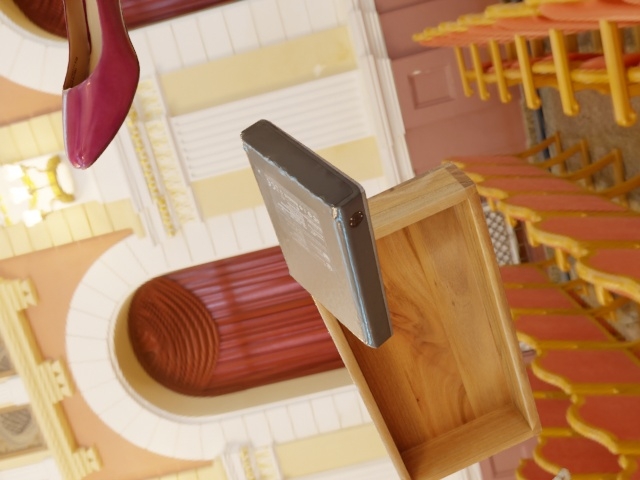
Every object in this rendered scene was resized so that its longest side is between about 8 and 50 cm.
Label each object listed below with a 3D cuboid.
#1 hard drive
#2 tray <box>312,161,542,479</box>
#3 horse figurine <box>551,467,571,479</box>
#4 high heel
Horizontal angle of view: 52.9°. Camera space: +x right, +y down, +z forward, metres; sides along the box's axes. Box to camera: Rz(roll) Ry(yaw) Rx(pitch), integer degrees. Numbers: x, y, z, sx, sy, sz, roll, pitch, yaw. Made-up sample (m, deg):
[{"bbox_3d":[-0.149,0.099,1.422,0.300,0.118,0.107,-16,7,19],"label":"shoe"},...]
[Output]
[{"bbox_3d":[0.000,0.000,0.397,0.094,0.022,0.135,39,157,37],"label":"hard drive"},{"bbox_3d":[0.131,0.126,0.791,0.076,0.203,0.410,-116,2,-59],"label":"tray"},{"bbox_3d":[0.155,0.302,0.634,0.066,0.175,0.263,57,150,12],"label":"horse figurine"},{"bbox_3d":[-0.324,-0.288,0.818,0.181,0.127,0.376,17,-104,-47],"label":"high heel"}]
